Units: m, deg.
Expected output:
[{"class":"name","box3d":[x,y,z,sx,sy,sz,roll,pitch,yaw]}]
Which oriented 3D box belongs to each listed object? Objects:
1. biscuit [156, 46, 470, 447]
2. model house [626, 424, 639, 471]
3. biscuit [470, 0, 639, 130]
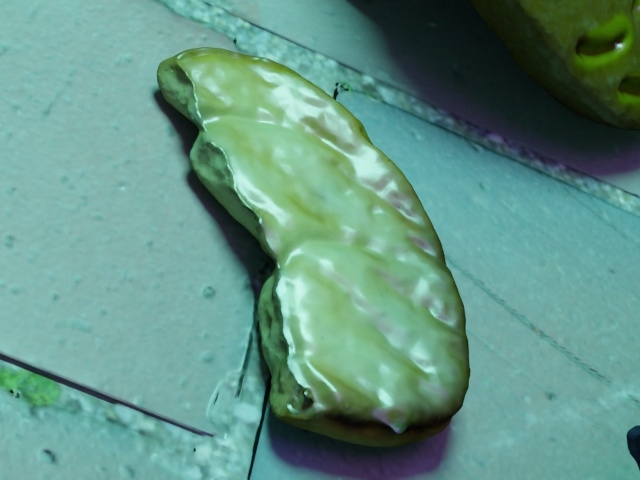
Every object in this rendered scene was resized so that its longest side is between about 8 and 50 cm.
[{"class":"biscuit","box3d":[0.003,-0.002,1.214,0.154,0.045,0.299,-4,60,-30]},{"class":"model house","box3d":[0.350,0.102,1.149,0.280,0.245,0.312,26,82,-6]},{"class":"biscuit","box3d":[0.193,-0.282,1.370,0.394,0.070,0.350,43,54,-36]}]
